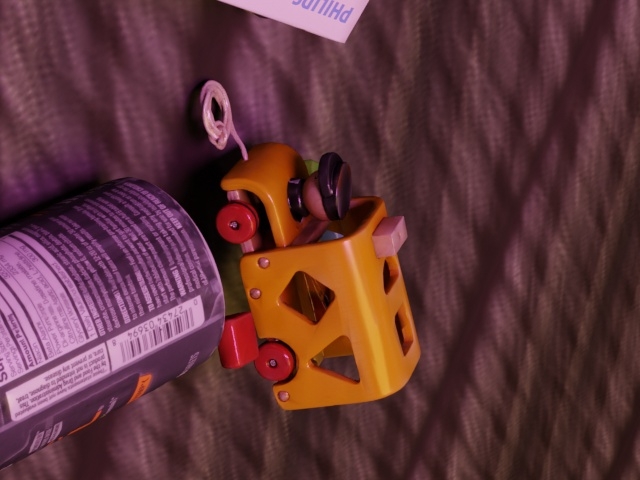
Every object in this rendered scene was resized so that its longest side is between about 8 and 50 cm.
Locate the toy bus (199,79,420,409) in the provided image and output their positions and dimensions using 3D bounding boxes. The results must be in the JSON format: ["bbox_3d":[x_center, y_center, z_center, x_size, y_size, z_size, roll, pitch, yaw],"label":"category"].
[{"bbox_3d":[0.004,0.009,1.254,0.202,0.104,0.191,47,40,-59],"label":"toy bus"}]

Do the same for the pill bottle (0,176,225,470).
[{"bbox_3d":[-0.187,0.062,1.123,0.245,0.130,0.130,-26,141,-36],"label":"pill bottle"}]

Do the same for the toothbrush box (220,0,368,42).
[{"bbox_3d":[-0.012,-0.276,1.009,0.216,0.126,0.295,12,113,-57],"label":"toothbrush box"}]

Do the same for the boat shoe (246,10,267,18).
[{"bbox_3d":[0.003,-0.200,1.182,0.152,0.049,0.056,-58,150,10],"label":"boat shoe"}]
